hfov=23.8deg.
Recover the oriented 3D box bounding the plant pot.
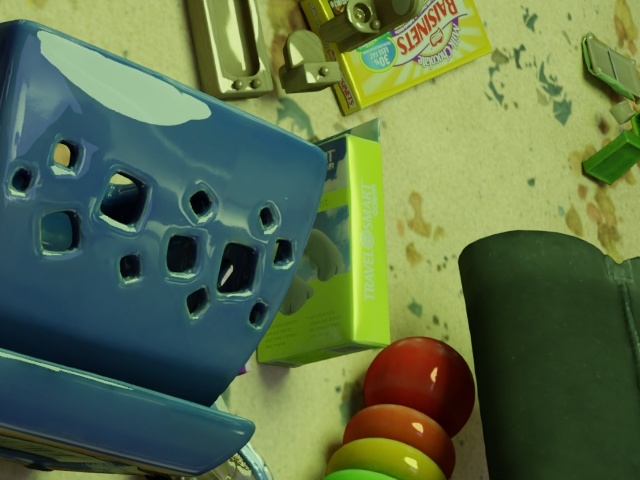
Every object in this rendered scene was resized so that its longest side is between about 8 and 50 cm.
[{"bbox_3d":[-0.162,0.022,0.898,0.236,0.236,0.212,22,70,-39],"label":"plant pot"}]

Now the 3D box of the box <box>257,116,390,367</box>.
[{"bbox_3d":[0.000,0.000,1.150,0.042,0.109,0.178,12,70,-41],"label":"box"}]

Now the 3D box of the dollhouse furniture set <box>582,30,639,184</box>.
[{"bbox_3d":[0.293,-0.133,1.551,0.076,0.058,0.151,23,43,-31],"label":"dollhouse furniture set"}]

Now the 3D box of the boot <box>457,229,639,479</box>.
[{"bbox_3d":[0.134,0.153,1.049,0.367,0.146,0.445,26,44,-19],"label":"boot"}]

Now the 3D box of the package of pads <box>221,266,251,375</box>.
[{"bbox_3d":[-0.082,0.061,1.105,0.050,0.032,0.083,-4,81,-43],"label":"package of pads"}]

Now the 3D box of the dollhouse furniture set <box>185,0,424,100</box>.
[{"bbox_3d":[-0.008,-0.194,1.169,0.151,0.123,0.144,-7,83,-35],"label":"dollhouse furniture set"}]

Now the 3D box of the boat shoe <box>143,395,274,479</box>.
[{"bbox_3d":[-0.092,0.148,1.053,0.066,0.066,0.183,-28,89,-41],"label":"boat shoe"}]

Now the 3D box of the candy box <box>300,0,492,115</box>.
[{"bbox_3d":[0.071,-0.187,1.338,0.206,0.027,0.105,-28,101,-46],"label":"candy box"}]

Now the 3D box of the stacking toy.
[{"bbox_3d":[0.045,0.208,1.131,0.141,0.141,0.330,49,44,-24],"label":"stacking toy"}]
